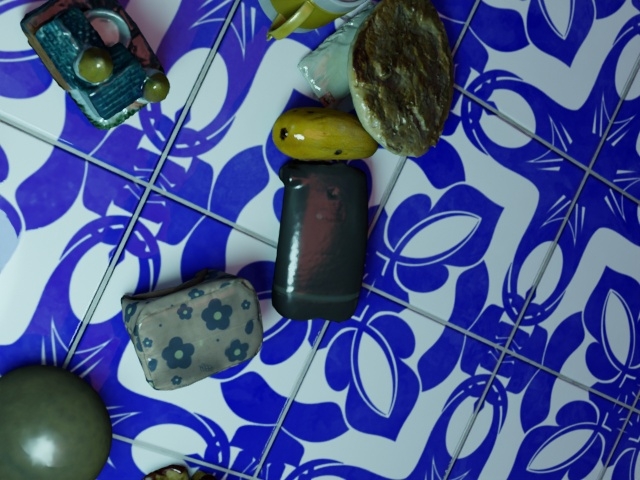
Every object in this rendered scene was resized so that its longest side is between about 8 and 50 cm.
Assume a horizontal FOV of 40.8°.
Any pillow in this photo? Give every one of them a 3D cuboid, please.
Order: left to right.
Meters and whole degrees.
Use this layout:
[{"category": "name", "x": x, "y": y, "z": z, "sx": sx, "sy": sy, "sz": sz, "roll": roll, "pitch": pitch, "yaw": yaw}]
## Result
[{"category": "pillow", "x": 0.064, "y": -0.387, "z": 1.818, "sx": 0.229, "sy": 0.051, "sz": 0.128, "roll": -43, "pitch": 112, "yaw": -11}]

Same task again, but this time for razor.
[{"category": "razor", "x": 0.001, "y": 0.001, "z": 1.834, "sx": 0.204, "sy": 0.113, "sz": 0.349, "roll": 0, "pitch": 100, "yaw": -22}]

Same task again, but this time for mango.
[{"category": "mango", "x": 0.018, "y": -0.221, "z": 1.778, "sx": 0.262, "sy": 0.157, "sz": 0.109, "roll": -3, "pitch": 95, "yaw": -40}]

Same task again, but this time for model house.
[{"category": "model house", "x": -0.376, "y": -0.317, "z": 1.501, "sx": 0.184, "sy": 0.291, "sz": 0.253, "roll": -35, "pitch": 113, "yaw": -9}]

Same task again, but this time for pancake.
[{"category": "pancake", "x": 0.178, "y": -0.341, "z": 1.812, "sx": 0.356, "sy": 0.065, "sz": 0.356, "roll": 5, "pitch": 83, "yaw": -46}]

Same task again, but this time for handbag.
[{"category": "handbag", "x": -0.260, "y": 0.163, "z": 1.703, "sx": 0.251, "sy": 0.193, "sz": 0.190, "roll": -19, "pitch": 114, "yaw": -22}]

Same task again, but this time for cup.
[{"category": "cup", "x": -0.017, "y": -0.485, "z": 1.663, "sx": 0.185, "sy": 0.226, "sz": 0.241, "roll": 37, "pitch": 76, "yaw": -26}]

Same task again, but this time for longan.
[{"category": "longan", "x": -0.512, "y": 0.362, "z": 1.607, "sx": 0.258, "sy": 0.258, "sz": 0.258, "roll": -5, "pitch": 103, "yaw": -24}]

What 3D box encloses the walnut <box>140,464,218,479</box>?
[{"category": "walnut", "x": -0.265, "y": 0.602, "z": 1.794, "sx": 0.244, "sy": 0.221, "sz": 0.269, "roll": -7, "pitch": 96, "yaw": -56}]
